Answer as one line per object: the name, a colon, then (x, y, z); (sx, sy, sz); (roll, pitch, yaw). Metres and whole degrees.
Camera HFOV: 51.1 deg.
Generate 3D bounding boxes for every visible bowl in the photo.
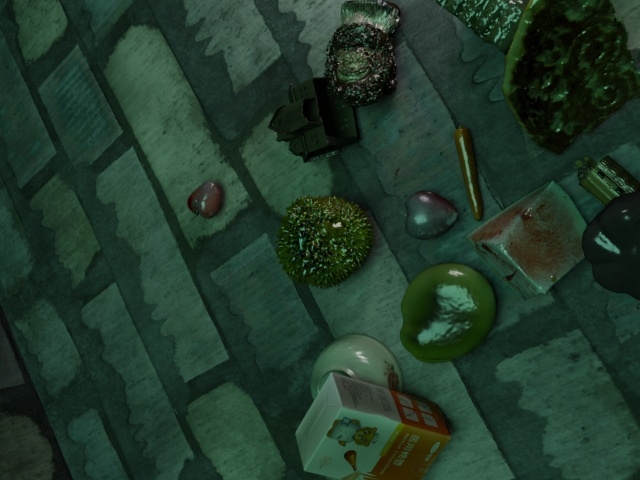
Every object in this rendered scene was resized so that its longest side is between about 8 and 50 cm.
bowl: (0.082, 0.409, 1.873); (0.276, 0.145, 0.277); (3, 96, 28)

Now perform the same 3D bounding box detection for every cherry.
cherry: (0.280, -0.095, 1.733); (0.148, 0.115, 0.188); (1, 89, 49)
cherry: (-0.362, -0.123, 2.121); (0.126, 0.087, 0.106); (-38, 67, 8)

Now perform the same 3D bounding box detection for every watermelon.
watermelon: (0.489, 0.003, 1.567); (0.261, 0.201, 0.213); (-42, 82, 22)

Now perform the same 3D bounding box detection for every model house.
model house: (-0.057, -0.328, 1.878); (0.243, 0.204, 0.212); (-15, 86, 47)

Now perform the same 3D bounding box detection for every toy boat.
toy boat: (0.676, -0.113, 1.516); (0.226, 0.068, 0.088); (49, 135, 21)

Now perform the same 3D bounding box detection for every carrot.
carrot: (0.382, -0.171, 1.708); (0.043, 0.043, 0.248); (-12, 90, 31)

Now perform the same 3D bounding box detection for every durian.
durian: (-0.002, -0.001, 1.839); (0.291, 0.224, 0.291); (-1, 88, 28)

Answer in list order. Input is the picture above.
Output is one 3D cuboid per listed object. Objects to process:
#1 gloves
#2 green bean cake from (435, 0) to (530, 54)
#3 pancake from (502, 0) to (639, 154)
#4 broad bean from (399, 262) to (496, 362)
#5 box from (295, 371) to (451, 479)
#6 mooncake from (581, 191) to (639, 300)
gloves: (0.115, -0.490, 1.779); (0.210, 0.135, 0.313); (17, 81, 8)
green bean cake: (0.402, -0.539, 1.550); (0.255, 0.241, 0.132); (48, 123, 21)
pancake: (0.540, -0.390, 1.455); (0.304, 0.427, 0.067); (-25, 38, 15)
broad bean: (0.318, 0.189, 1.727); (0.238, 0.119, 0.291); (48, 114, 19)
box: (0.137, 0.507, 1.740); (0.225, 0.341, 0.143); (-61, 23, 19)
mooncake: (0.693, 0.016, 1.443); (0.244, 0.133, 0.245); (21, 129, 29)
